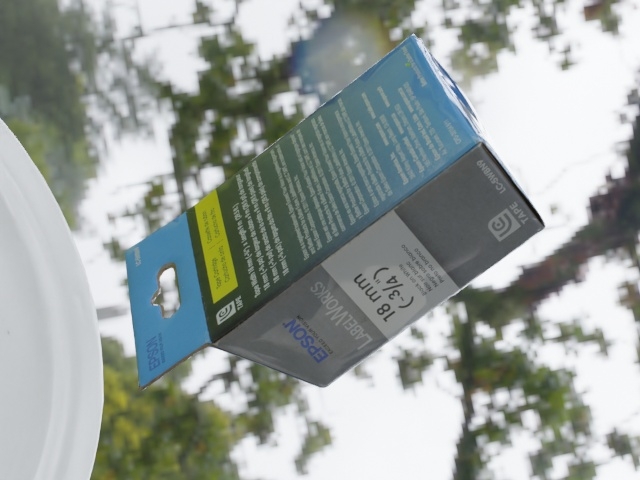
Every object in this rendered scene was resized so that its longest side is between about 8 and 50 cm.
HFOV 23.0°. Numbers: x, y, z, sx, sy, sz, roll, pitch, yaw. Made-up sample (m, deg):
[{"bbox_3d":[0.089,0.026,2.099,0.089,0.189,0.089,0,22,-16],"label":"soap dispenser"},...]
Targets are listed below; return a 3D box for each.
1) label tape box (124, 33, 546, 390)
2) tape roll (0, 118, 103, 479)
[{"bbox_3d":[0.000,0.000,1.331,0.106,0.333,0.241,48,11,-27],"label":"label tape box"},{"bbox_3d":[-0.226,0.045,0.588,0.100,0.286,0.286,-24,-105,46],"label":"tape roll"}]
